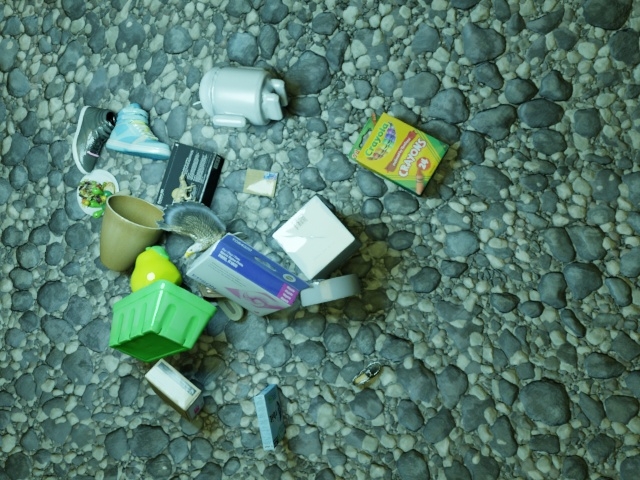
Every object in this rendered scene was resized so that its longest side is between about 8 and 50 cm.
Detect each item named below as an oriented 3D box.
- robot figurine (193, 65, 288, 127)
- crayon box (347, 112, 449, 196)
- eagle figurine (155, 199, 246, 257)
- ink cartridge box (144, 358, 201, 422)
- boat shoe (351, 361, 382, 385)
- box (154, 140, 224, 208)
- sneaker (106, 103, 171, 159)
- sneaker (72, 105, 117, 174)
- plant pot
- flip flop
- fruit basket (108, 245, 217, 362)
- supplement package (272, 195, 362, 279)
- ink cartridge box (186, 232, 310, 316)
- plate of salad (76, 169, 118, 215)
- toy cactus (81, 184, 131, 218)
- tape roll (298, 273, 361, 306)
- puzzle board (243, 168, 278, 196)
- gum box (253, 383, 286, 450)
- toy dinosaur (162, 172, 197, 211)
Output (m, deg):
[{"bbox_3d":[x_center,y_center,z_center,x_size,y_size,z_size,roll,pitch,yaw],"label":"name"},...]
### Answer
[{"bbox_3d":[-0.304,-0.546,1.628,0.354,0.199,0.299,11,61,12],"label":"robot figurine"},{"bbox_3d":[0.273,-0.320,1.562,0.319,0.081,0.202,30,93,12],"label":"crayon box"},{"bbox_3d":[-0.443,-0.022,1.590,0.226,0.225,0.298,-38,97,14],"label":"eagle figurine"},{"bbox_3d":[-0.529,0.555,1.579,0.193,0.234,0.088,34,57,10],"label":"ink cartridge box"},{"bbox_3d":[0.166,0.483,1.548,0.125,0.038,0.046,-33,81,7],"label":"boat shoe"},{"bbox_3d":[-0.513,-0.234,1.697,0.184,0.103,0.261,18,90,7],"label":"box"},{"bbox_3d":[-0.713,-0.441,1.721,0.319,0.127,0.208,13,88,22],"label":"sneaker"},{"bbox_3d":[-0.927,-0.422,1.788,0.147,0.104,0.295,1,82,16],"label":"sneaker"},{"bbox_3d":[-0.758,-0.012,1.682,0.237,0.237,0.254,36,106,11],"label":"plant pot"},{"bbox_3d":[-0.395,0.204,1.608,0.112,0.080,0.277,-24,108,36],"label":"flip flop"},{"bbox_3d":[-0.579,0.219,1.571,0.392,0.392,0.283,-48,123,4],"label":"fruit basket"},{"bbox_3d":[0.000,0.000,1.499,0.199,0.263,0.198,-42,79,5],"label":"supplement package"},{"bbox_3d":[-0.252,0.134,1.454,0.324,0.330,0.071,35,57,-19],"label":"ink cartridge box"},{"bbox_3d":[-0.943,-0.201,1.806,0.200,0.048,0.199,-1,87,11],"label":"plate of salad"},{"bbox_3d":[-0.851,-0.146,1.742,0.112,0.219,0.180,14,47,27],"label":"toy cactus"},{"bbox_3d":[0.031,0.173,1.504,0.219,0.219,0.072,-14,84,10],"label":"tape roll"},{"bbox_3d":[-0.235,-0.226,1.690,0.128,0.011,0.096,9,87,11],"label":"puzzle board"},{"bbox_3d":[-0.179,0.628,1.544,0.041,0.157,0.184,-13,83,9],"label":"gum box"},{"bbox_3d":[-0.516,-0.166,1.609,0.093,0.053,0.183,7,60,8],"label":"toy dinosaur"}]
